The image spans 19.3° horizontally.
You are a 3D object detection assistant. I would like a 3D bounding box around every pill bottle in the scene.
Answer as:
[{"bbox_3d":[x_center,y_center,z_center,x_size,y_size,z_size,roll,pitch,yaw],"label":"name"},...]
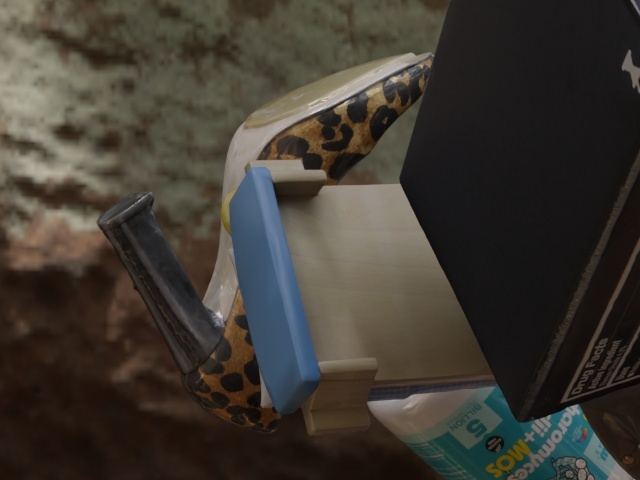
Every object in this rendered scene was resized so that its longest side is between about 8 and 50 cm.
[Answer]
[{"bbox_3d":[0.174,0.169,1.632,0.146,0.146,0.264,-37,-66,28],"label":"pill bottle"}]

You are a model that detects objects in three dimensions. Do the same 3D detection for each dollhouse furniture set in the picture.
[{"bbox_3d":[0.085,0.104,1.150,0.286,0.303,0.198,-4,-27,-25],"label":"dollhouse furniture set"}]

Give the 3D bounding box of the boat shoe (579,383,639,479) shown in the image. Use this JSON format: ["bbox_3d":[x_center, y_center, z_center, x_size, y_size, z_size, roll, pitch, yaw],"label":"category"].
[{"bbox_3d":[0.194,0.021,1.293,0.123,0.116,0.324,-19,-72,46],"label":"boat shoe"}]

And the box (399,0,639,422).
[{"bbox_3d":[0.223,-0.086,0.958,0.294,0.183,0.296,-15,-32,-20],"label":"box"}]

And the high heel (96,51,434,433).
[{"bbox_3d":[0.000,0.000,1.269,0.261,0.093,0.186,-32,-75,-13],"label":"high heel"}]
